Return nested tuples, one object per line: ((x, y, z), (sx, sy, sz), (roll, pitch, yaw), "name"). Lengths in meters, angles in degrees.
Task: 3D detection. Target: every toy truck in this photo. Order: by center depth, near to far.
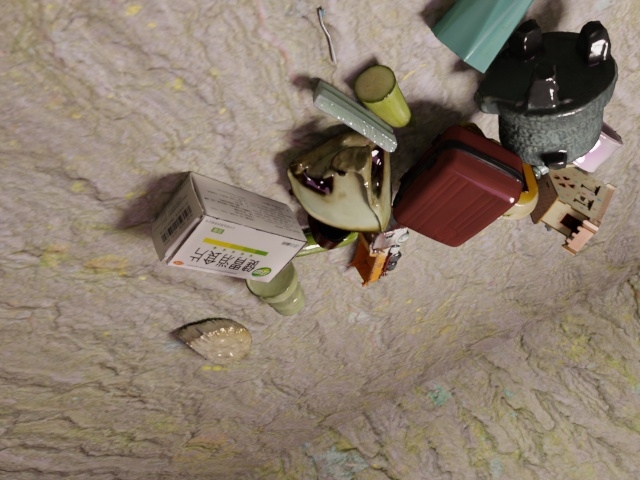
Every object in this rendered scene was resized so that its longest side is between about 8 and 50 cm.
((0.172, 0.018, 1.644), (0.135, 0.114, 0.270), (-18, 147, -21), "toy truck")

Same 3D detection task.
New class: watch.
((0.693, -0.307, 1.461), (0.249, 0.217, 0.210), (6, 134, -39), "watch")

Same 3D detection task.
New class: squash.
((0.168, -0.308, 1.236), (0.094, 0.094, 0.224), (-38, 149, 17), "squash")
((0.000, 0.000, 1.541), (0.239, 0.069, 0.069), (-12, 143, -20), "squash")

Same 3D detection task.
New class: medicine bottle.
((0.637, -0.181, 1.738), (0.191, 0.051, 0.051), (-39, 144, 16), "medicine bottle")

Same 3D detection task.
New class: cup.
((0.348, -0.482, 1.091), (0.148, 0.134, 0.235), (6, 131, -43), "cup")

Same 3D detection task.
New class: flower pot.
((0.509, -0.336, 1.243), (0.299, 0.299, 0.282), (-27, 142, 0), "flower pot")

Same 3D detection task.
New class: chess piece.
((-0.118, 0.149, 1.615), (0.145, 0.144, 0.251), (-26, 152, -1), "chess piece")

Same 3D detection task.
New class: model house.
((0.788, -0.119, 1.765), (0.326, 0.244, 0.169), (-43, 164, -41), "model house")

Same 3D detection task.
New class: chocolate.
((0.017, -0.033, 1.463), (0.125, 0.148, 0.080), (25, 132, -1), "chocolate")

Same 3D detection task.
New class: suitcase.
((0.337, -0.126, 1.350), (0.237, 0.161, 0.297), (25, 147, -9), "suitcase")

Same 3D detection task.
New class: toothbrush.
((0.016, -0.402, 1.072), (0.013, 0.011, 0.131), (-8, 148, 11), "toothbrush")

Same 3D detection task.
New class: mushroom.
((0.051, -0.163, 1.323), (0.218, 0.211, 0.292), (10, 164, 22), "mushroom")

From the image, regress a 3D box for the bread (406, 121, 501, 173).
((0.361, -0.220, 1.446), (0.161, 0.088, 0.233), (23, 141, -30), "bread")

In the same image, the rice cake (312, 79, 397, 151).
((0.076, -0.271, 1.174), (0.222, 0.080, 0.042), (26, 128, -27), "rice cake")

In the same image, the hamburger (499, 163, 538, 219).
((0.534, -0.162, 1.557), (0.173, 0.210, 0.116), (-6, 156, -8), "hamburger")

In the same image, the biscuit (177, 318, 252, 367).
((-0.318, 0.326, 1.743), (0.179, 0.084, 0.281), (-31, 145, 8), "biscuit")

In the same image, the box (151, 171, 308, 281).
((-0.216, -0.020, 1.303), (0.333, 0.145, 0.173), (16, 126, -46), "box")
